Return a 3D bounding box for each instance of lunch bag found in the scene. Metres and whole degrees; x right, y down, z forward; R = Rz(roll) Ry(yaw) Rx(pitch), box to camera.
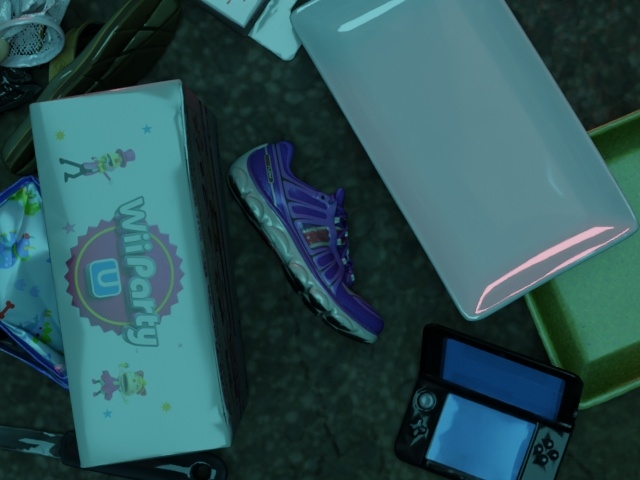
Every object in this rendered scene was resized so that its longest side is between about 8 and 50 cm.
[{"bbox_3d":[-0.198,0.037,1.275,0.096,0.129,0.151,-30,91,0],"label":"lunch bag"}]

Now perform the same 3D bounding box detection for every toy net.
[{"bbox_3d":[-0.247,-0.101,1.256,0.232,0.045,0.122,-42,128,-1],"label":"toy net"}]

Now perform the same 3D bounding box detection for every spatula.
[{"bbox_3d":[-0.215,0.150,1.322,0.297,0.030,0.084,9,87,0],"label":"spatula"}]

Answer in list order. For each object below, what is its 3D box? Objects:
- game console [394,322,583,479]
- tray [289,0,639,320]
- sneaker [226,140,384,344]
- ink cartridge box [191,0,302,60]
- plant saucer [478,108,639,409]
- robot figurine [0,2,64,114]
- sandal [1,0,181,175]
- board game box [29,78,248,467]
[{"bbox_3d":[0.120,0.129,1.294,0.122,0.071,0.107,20,89,14],"label":"game console"},{"bbox_3d":[0.102,-0.085,1.293,0.145,0.030,0.270,-29,76,-3],"label":"tray"},{"bbox_3d":[0.000,0.000,1.311,0.071,0.068,0.170,-33,89,-7],"label":"sneaker"},{"bbox_3d":[-0.071,-0.224,1.314,0.181,0.061,0.104,34,89,-1],"label":"ink cartridge box"},{"bbox_3d":[0.235,0.005,1.322,0.188,0.045,0.188,-23,89,-1],"label":"plant saucer"},{"bbox_3d":[-0.331,-0.143,1.297,0.291,0.085,0.211,-40,95,-1],"label":"robot figurine"},{"bbox_3d":[-0.178,-0.125,1.316,0.180,0.072,0.049,-47,68,3],"label":"sandal"},{"bbox_3d":[-0.110,0.021,1.189,0.098,0.303,0.224,-8,89,-1],"label":"board game box"}]
